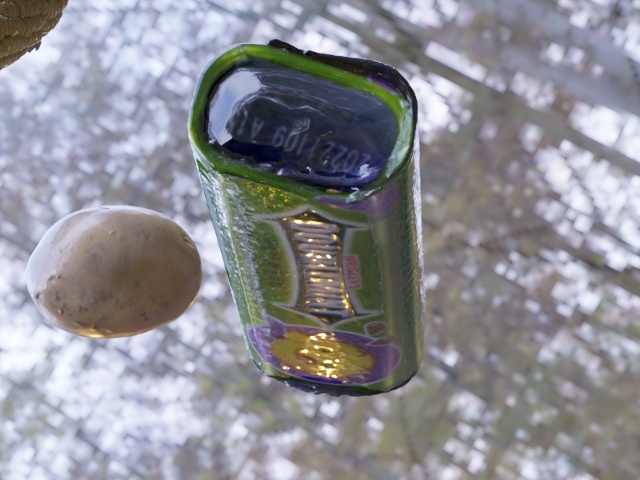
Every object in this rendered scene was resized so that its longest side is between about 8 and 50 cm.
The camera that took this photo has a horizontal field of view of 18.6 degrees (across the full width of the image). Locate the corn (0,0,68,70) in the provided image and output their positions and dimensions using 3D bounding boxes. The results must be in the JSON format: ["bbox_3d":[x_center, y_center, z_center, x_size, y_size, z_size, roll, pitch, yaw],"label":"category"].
[{"bbox_3d":[-0.290,-0.178,1.600,0.293,0.106,0.106,-54,-16,-63],"label":"corn"}]

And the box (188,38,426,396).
[{"bbox_3d":[0.000,0.000,1.252,0.345,0.134,0.097,83,-163,-66],"label":"box"}]

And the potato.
[{"bbox_3d":[-0.164,0.027,1.528,0.147,0.112,0.112,5,-64,-32],"label":"potato"}]
